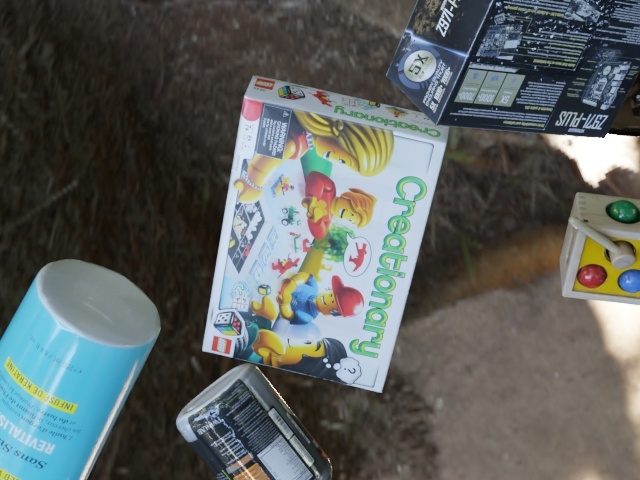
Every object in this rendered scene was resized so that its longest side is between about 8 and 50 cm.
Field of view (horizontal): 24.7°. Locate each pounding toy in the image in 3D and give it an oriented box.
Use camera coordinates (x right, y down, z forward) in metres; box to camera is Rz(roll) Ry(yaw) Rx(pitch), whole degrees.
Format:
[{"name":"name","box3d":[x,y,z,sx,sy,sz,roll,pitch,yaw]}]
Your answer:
[{"name":"pounding toy","box3d":[0.346,0.007,1.750,0.130,0.100,0.141,7,129,0]}]

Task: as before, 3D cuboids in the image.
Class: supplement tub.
[{"name":"supplement tub","box3d":[-0.067,0.245,1.670,0.117,0.117,0.190,-35,96,16]}]

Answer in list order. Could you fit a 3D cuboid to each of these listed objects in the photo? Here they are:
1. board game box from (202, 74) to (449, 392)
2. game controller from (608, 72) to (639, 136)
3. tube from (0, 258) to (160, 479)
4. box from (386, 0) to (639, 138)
[{"name":"board game box","box3d":[0.000,0.000,1.439,0.193,0.053,0.305,13,123,2]},{"name":"game controller","box3d":[0.397,-0.257,1.589,0.067,0.166,0.319,30,78,-44]},{"name":"tube","box3d":[-0.133,0.102,0.614,0.080,0.052,0.207,36,117,12]},{"name":"box","box3d":[0.163,-0.162,1.107,0.180,0.077,0.147,0,125,-35]}]
